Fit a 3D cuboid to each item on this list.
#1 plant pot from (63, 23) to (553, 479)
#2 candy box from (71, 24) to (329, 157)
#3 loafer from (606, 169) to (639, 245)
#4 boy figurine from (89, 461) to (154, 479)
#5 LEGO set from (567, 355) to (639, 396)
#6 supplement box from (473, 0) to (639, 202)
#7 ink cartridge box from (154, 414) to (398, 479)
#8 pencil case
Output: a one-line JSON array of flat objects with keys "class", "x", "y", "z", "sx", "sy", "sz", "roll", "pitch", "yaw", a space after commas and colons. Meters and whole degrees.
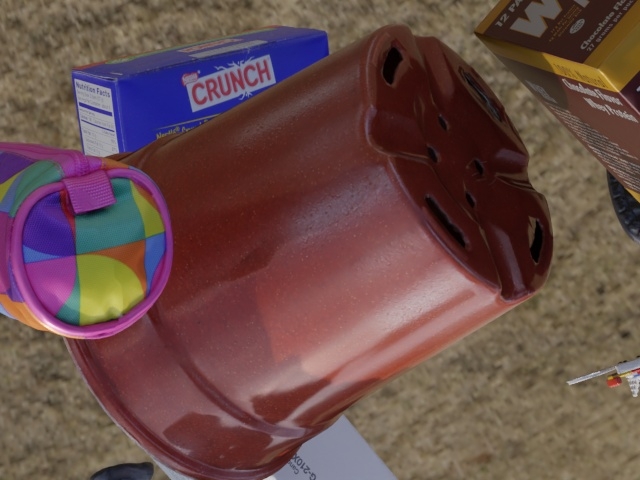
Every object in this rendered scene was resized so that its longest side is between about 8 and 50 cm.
[{"class": "plant pot", "x": 0.000, "y": 0.000, "z": 0.887, "sx": 0.265, "sy": 0.272, "sz": 0.272, "roll": -29, "pitch": 142, "yaw": 32}, {"class": "candy box", "x": -0.110, "y": -0.054, "z": 1.369, "sx": 0.268, "sy": 0.122, "sz": 0.317, "roll": -18, "pitch": 113, "yaw": -34}, {"class": "loafer", "x": 0.434, "y": -0.160, "z": 1.552, "sx": 0.134, "sy": 0.366, "sz": 0.130, "roll": 0, "pitch": 164, "yaw": 25}, {"class": "boy figurine", "x": -0.183, "y": 0.382, "z": 1.367, "sx": 0.092, "sy": 0.285, "sz": 0.177, "roll": 1, "pitch": 143, "yaw": -45}, {"class": "LEGO set", "x": 0.433, "y": 0.152, "z": 1.561, "sx": 0.182, "sy": 0.060, "sz": 0.244, "roll": -23, "pitch": 171, "yaw": 31}, {"class": "supplement box", "x": 0.237, "y": -0.109, "z": 0.820, "sx": 0.194, "sy": 0.191, "sz": 0.129, "roll": 41, "pitch": 92, "yaw": -22}, {"class": "ink cartridge box", "x": -0.038, "y": 0.240, "z": 1.260, "sx": 0.172, "sy": 0.237, "sz": 0.100, "roll": 51, "pitch": 61, "yaw": -20}, {"class": "pencil case", "x": -0.181, "y": -0.013, "z": 0.714, "sx": 0.104, "sy": 0.236, "sz": 0.104, "roll": -11, "pitch": 107, "yaw": -39}]
